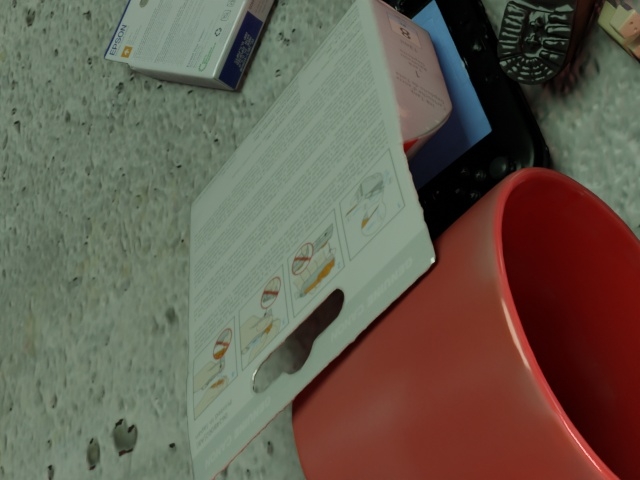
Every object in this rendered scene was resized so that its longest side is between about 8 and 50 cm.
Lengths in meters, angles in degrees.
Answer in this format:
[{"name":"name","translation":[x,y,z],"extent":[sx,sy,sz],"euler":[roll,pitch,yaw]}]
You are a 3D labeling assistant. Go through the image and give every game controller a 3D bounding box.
[{"name":"game controller","translation":[0.109,-0.137,1.104],"extent":[0.166,0.067,0.319],"euler":[-33,53,23]}]

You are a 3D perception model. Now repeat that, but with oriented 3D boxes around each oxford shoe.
[{"name":"oxford shoe","translation":[0.221,-0.253,1.030],"extent":[0.083,0.096,0.227],"euler":[24,105,19]}]

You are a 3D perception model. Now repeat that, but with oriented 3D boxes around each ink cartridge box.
[{"name":"ink cartridge box","translation":[-0.145,-0.298,1.393],"extent":[0.224,0.045,0.223],"euler":[17,82,43]},{"name":"ink cartridge box","translation":[0.000,0.000,1.006],"extent":[0.308,0.091,0.385],"euler":[-47,31,28]}]

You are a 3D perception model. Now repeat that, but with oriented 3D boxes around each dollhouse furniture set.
[{"name":"dollhouse furniture set","translation":[0.281,-0.203,0.971],"extent":[0.081,0.091,0.114],"euler":[-43,34,13]}]

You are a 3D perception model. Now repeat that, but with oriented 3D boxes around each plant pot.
[{"name":"plant pot","translation":[0.128,0.119,0.866],"extent":[0.243,0.275,0.275],"euler":[-34,52,35]}]
